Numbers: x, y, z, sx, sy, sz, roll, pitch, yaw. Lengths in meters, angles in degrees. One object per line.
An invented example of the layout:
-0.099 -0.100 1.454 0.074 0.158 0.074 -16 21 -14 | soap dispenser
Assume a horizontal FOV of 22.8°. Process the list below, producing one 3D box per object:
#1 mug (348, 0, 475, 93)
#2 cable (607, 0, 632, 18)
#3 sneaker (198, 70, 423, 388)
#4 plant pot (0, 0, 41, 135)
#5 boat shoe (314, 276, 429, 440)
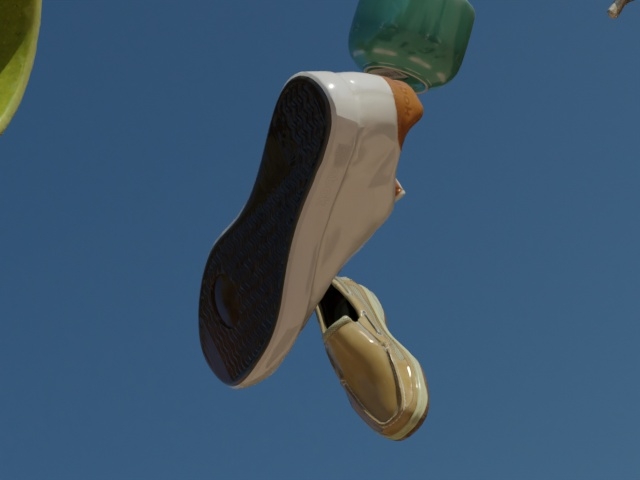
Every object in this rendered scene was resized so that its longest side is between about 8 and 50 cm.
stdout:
0.097 -0.215 1.747 0.129 0.097 0.158 15 -13 9 | mug
0.362 -0.306 1.503 0.140 0.287 0.072 18 -18 -3 | cable
0.000 0.000 1.208 0.123 0.106 0.290 -7 -43 -38 | sneaker
-0.399 -0.206 1.261 0.254 0.276 0.276 4 -32 17 | plant pot
0.030 0.094 1.342 0.068 0.190 0.072 -44 -53 9 | boat shoe
